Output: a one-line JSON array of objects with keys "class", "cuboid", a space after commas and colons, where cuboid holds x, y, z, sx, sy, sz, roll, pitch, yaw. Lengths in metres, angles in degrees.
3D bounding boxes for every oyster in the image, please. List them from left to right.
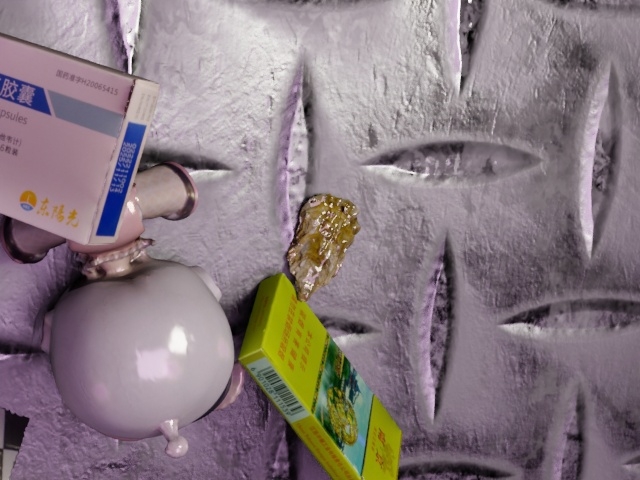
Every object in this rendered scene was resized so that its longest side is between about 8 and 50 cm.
[{"class": "oyster", "cuboid": [0.000, 0.000, 1.943, 0.146, 0.045, 0.121, -32, 98, -13]}]

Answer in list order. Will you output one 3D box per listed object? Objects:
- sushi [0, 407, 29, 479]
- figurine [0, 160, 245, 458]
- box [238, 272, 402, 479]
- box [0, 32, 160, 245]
[{"class": "sushi", "cuboid": [-0.529, 0.296, 1.673, 0.320, 0.069, 0.339, 29, 53, -24]}, {"class": "figurine", "cuboid": [-0.256, 0.091, 1.761, 0.253, 0.211, 0.361, -14, 105, 5]}, {"class": "box", "cuboid": [0.008, 0.223, 1.922, 0.047, 0.187, 0.335, -25, 116, 22]}, {"class": "box", "cuboid": [-0.371, -0.139, 1.615, 0.065, 0.343, 0.200, 3, 106, -68]}]
